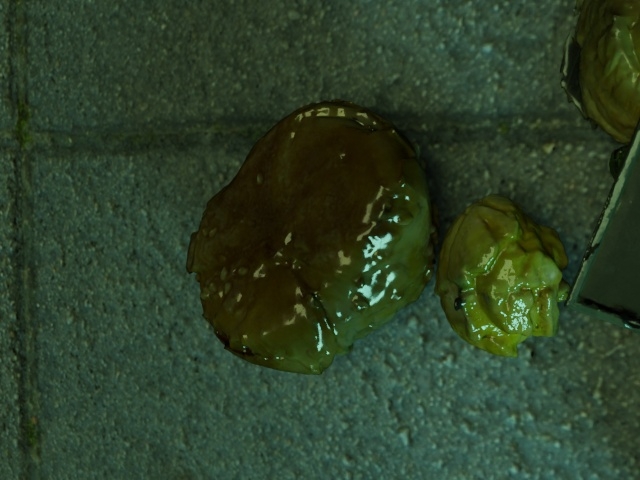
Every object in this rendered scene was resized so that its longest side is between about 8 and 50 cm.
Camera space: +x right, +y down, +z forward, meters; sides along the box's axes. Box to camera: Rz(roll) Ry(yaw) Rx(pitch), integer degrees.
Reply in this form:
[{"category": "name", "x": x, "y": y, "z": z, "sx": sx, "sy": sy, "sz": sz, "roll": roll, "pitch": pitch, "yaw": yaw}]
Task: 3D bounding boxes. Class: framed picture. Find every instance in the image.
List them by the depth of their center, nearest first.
[{"category": "framed picture", "x": 0.394, "y": 0.017, "z": 0.709, "sx": 0.281, "sy": 0.019, "sz": 0.208, "roll": 21, "pitch": 105, "yaw": 8}]

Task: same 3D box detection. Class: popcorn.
[{"category": "popcorn", "x": 0.184, "y": 0.039, "z": 0.800, "sx": 0.148, "sy": 0.152, "sz": 0.167, "roll": 43, "pitch": 140, "yaw": 47}]

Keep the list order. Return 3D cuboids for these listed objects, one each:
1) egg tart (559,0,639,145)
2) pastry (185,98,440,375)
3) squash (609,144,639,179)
[{"category": "egg tart", "x": 0.341, "y": -0.197, "z": 0.722, "sx": 0.252, "sy": 0.098, "sz": 0.231, "roll": -44, "pitch": 72, "yaw": 27}, {"category": "pastry", "x": 0.000, "y": 0.000, "z": 0.869, "sx": 0.311, "sy": 0.162, "sz": 0.255, "roll": -43, "pitch": 61, "yaw": 19}, {"category": "squash", "x": 0.357, "y": -0.033, "z": 0.741, "sx": 0.183, "sy": 0.052, "sz": 0.052, "roll": 37, "pitch": 110, "yaw": 8}]
